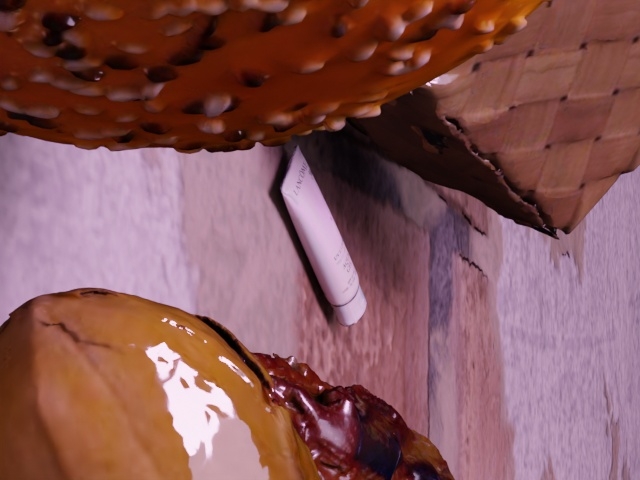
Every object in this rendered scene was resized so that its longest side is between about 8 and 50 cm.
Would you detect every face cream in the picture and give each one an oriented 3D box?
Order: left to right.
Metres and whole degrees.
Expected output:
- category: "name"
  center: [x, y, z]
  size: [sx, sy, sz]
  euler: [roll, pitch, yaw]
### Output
- category: "face cream"
  center: [0.000, 0.000, 0.951]
  size: [0.038, 0.020, 0.115]
  euler: [-70, 145, -44]

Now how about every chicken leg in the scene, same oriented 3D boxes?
- category: "chicken leg"
  center: [0.018, 0.170, 0.908]
  size: [0.322, 0.083, 0.177]
  euler: [46, 53, -56]

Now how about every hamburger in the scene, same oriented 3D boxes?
- category: "hamburger"
  center: [-0.047, -0.145, 0.502]
  size: [0.300, 0.300, 0.176]
  euler: [60, 18, -48]

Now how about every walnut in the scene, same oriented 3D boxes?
- category: "walnut"
  center: [-0.056, 0.118, 0.655]
  size: [0.137, 0.137, 0.245]
  euler: [-63, 140, -52]

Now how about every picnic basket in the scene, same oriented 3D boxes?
- category: "picnic basket"
  center: [0.112, -0.215, 0.993]
  size: [0.293, 0.337, 0.337]
  euler: [38, 51, -53]
